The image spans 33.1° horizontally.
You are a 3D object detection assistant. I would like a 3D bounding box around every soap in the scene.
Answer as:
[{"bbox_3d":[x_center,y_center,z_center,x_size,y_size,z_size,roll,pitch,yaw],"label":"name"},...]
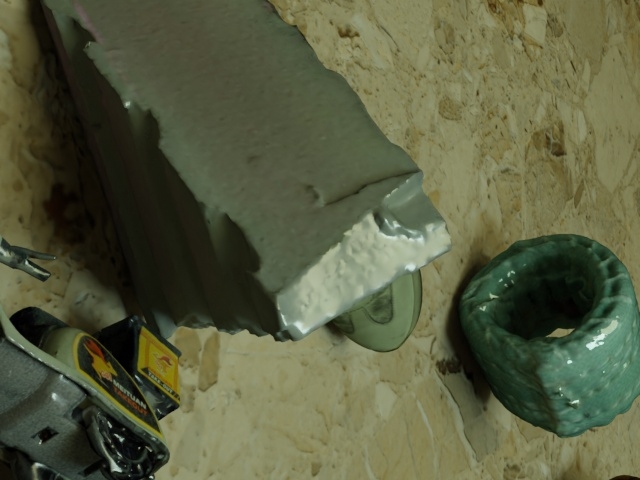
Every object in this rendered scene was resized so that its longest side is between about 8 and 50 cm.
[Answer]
[{"bbox_3d":[-0.062,-0.091,0.743,0.159,0.258,0.302,-23,100,-25],"label":"soap"}]

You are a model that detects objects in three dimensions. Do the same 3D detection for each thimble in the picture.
[{"bbox_3d":[0.270,0.110,1.231,0.235,0.198,0.143,-82,149,-54],"label":"thimble"}]

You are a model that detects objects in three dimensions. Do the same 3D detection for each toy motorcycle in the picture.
[{"bbox_3d":[-0.188,0.070,0.667,0.263,0.091,0.157,47,22,-39],"label":"toy motorcycle"}]

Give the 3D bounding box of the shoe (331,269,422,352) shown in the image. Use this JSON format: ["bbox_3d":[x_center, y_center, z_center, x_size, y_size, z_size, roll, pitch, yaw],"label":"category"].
[{"bbox_3d":[0.000,0.000,0.971,0.275,0.103,0.098,56,41,-20],"label":"shoe"}]

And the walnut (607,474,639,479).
[{"bbox_3d":[0.425,0.456,1.372,0.209,0.209,0.336,-41,123,-51],"label":"walnut"}]
